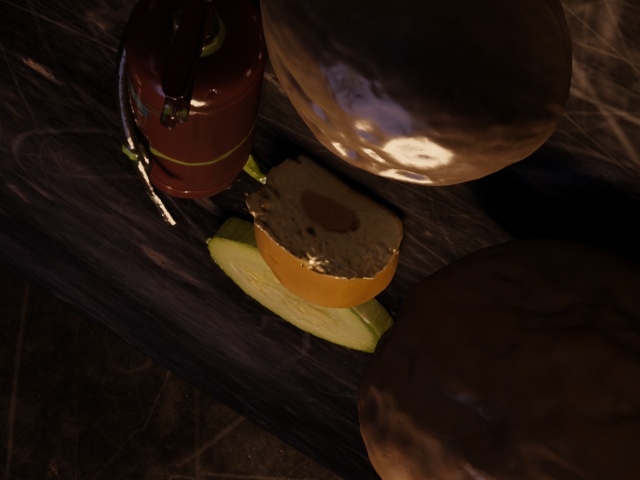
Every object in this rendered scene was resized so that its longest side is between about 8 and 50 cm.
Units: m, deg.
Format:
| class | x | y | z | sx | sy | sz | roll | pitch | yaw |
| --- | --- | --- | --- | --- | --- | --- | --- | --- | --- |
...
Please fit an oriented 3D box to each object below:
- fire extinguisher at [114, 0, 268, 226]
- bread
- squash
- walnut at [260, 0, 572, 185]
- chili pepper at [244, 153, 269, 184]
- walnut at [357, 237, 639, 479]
| class | x | y | z | sx | sy | sz | roll | pitch | yaw |
| --- | --- | --- | --- | --- | --- | --- | --- | --- | --- |
| fire extinguisher | -0.094 | -0.099 | 1.254 | 0.105 | 0.141 | 0.341 | 6 | 169 | -3 |
| bread | 0.000 | 0.002 | 1.512 | 0.134 | 0.085 | 0.173 | 32 | 168 | 8 |
| squash | -0.022 | 0.050 | 1.878 | 0.219 | 0.041 | 0.219 | 31 | 168 | 7 |
| walnut | 0.046 | -0.099 | 0.868 | 0.162 | 0.140 | 0.140 | 18 | 168 | 1 |
| chili pepper | -0.056 | -0.068 | 1.551 | 0.030 | 0.017 | 0.083 | 15 | 162 | 33 |
| walnut | 0.163 | 0.124 | 1.227 | 0.273 | 0.227 | 0.273 | 35 | 171 | 6 |
